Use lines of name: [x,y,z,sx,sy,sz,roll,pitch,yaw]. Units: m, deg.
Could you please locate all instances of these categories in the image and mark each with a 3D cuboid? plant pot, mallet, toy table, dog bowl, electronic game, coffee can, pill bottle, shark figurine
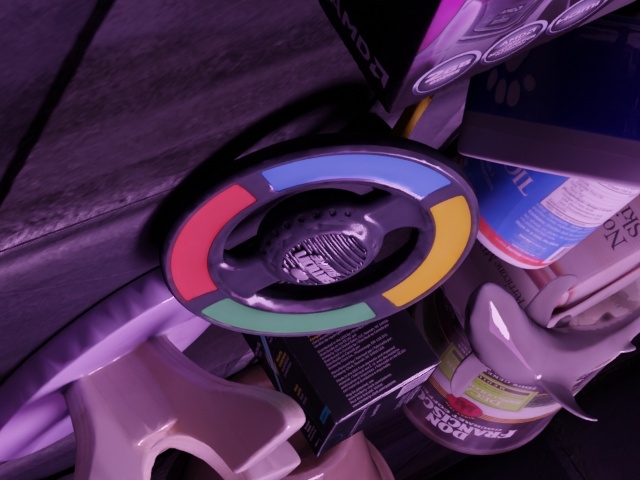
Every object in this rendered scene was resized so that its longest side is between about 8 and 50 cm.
plant pot: [-0.044,0.246,1.878,0.263,0.263,0.229,-27,147,-20]
mallet: [0.066,-0.108,1.249,0.039,0.062,0.189,-23,149,-37]
toy table: [-0.138,0.148,1.418,0.252,0.161,0.274,-20,161,-43]
dog bowl: [0.231,-0.086,1.207,0.265,0.265,0.104,-1,102,-65]
electronic game: [0.000,0.000,1.267,0.229,0.048,0.229,-8,146,-5]
coffee can: [0.195,0.088,1.857,0.201,0.201,0.275,-27,165,-20]
pill bottle: [0.219,-0.083,1.473,0.124,0.124,0.221,-16,158,-50]
shark figurine: [0.230,0.102,1.558,0.278,0.116,0.166,-6,135,-34]

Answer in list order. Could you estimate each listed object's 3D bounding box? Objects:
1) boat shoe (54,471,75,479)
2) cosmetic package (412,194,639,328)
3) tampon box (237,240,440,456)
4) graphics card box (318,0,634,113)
boat shoe: [-0.279,0.283,1.735,0.268,0.096,0.088,-17,166,-25]
cosmetic package: [0.251,-0.031,1.675,0.296,0.153,0.129,-31,165,-13]
tampon box: [0.004,0.071,1.456,0.101,0.161,0.120,-29,167,-16]
graphics card box: [0.143,-0.218,0.893,0.233,0.094,0.371,-26,166,-20]
